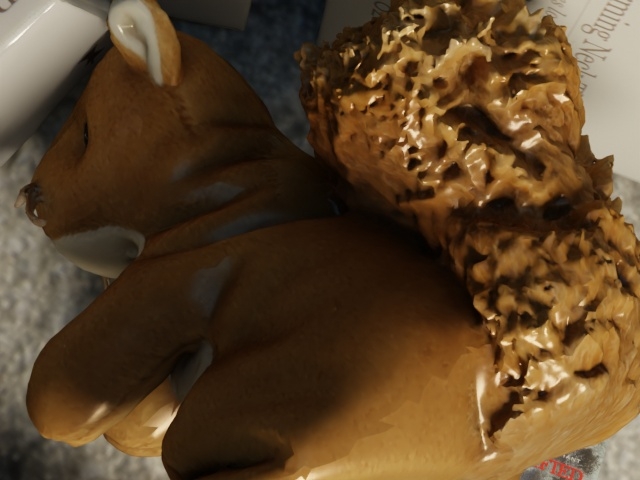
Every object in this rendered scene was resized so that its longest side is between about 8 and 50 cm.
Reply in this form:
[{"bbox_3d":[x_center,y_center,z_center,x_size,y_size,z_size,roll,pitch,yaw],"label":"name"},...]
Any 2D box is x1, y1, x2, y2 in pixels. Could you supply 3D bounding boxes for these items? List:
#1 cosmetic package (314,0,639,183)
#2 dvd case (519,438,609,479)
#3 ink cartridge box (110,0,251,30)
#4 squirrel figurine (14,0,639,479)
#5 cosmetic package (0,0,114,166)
[{"bbox_3d":[0.243,-0.243,1.042,0.394,0.329,0.327,21,74,1],"label":"cosmetic package"},{"bbox_3d":[0.146,0.153,1.089,0.087,0.013,0.119,22,65,2],"label":"dvd case"},{"bbox_3d":[-0.074,-0.316,1.095,0.121,0.211,0.289,12,76,-3],"label":"ink cartridge box"},{"bbox_3d":[0.000,0.000,0.988,0.397,0.281,0.370,-34,59,14],"label":"squirrel figurine"},{"bbox_3d":[-0.367,-0.230,1.043,0.230,0.161,0.453,-44,83,6],"label":"cosmetic package"}]
